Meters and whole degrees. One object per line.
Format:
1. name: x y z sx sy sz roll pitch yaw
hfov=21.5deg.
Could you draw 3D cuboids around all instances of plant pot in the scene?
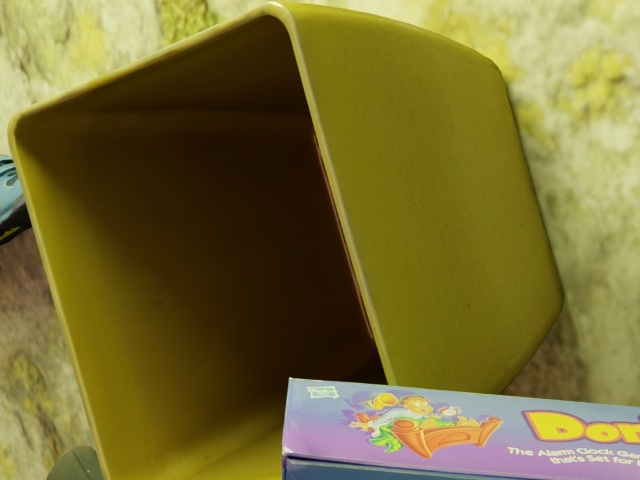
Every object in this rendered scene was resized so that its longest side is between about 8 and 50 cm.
1. plant pot: 0.000 0.000 0.858 0.212 0.187 0.212 -16 91 43

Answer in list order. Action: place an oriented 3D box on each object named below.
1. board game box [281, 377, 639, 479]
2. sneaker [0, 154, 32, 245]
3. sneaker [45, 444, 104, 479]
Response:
1. board game box: 0.148 0.192 0.708 0.347 0.078 0.233 5 108 -1
2. sneaker: -0.217 -0.032 1.139 0.144 0.053 0.059 -23 83 42
3. sneaker: -0.140 0.249 1.136 0.118 0.083 0.222 42 130 45
